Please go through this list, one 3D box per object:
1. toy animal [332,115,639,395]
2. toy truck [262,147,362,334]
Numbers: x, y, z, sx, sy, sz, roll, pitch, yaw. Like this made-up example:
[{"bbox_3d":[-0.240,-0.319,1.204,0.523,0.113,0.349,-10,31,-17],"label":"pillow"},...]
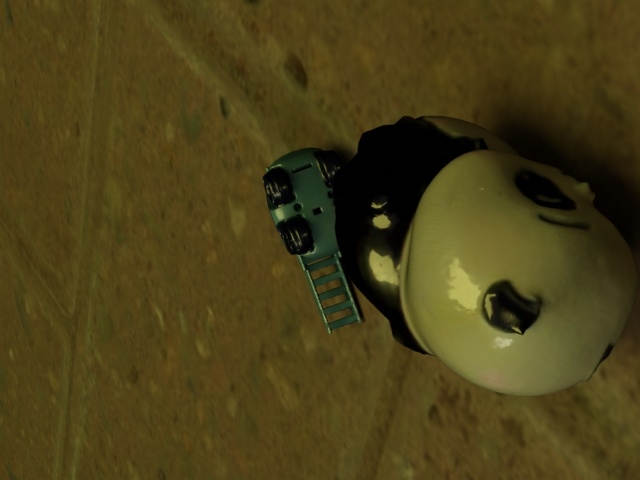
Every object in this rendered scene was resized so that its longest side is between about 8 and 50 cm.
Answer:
[{"bbox_3d":[0.103,0.012,0.782,0.179,0.166,0.138,24,89,54],"label":"toy animal"},{"bbox_3d":[0.000,0.000,1.010,0.074,0.063,0.136,145,107,-78],"label":"toy truck"}]
